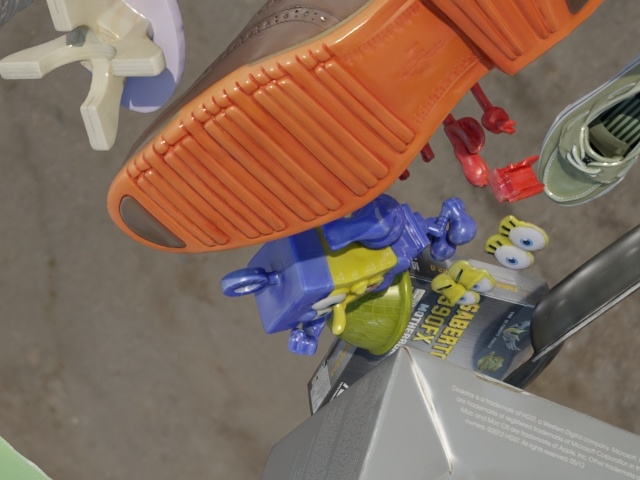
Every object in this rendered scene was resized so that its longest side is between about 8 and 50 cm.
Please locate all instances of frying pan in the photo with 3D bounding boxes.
[{"bbox_3d":[0.229,0.042,1.144,0.053,0.197,0.326,55,168,9],"label":"frying pan"}]

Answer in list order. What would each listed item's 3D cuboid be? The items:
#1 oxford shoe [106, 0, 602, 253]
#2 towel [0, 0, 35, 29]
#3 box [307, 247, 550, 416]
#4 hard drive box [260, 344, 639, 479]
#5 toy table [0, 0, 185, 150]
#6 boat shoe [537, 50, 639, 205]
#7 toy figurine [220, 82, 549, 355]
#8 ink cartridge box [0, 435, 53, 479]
[{"bbox_3d":[0.016,-0.121,0.902,0.363,0.133,0.130,-32,131,13],"label":"oxford shoe"},{"bbox_3d":[-0.205,-0.265,0.992,0.049,0.187,0.282,25,132,7],"label":"towel"},{"bbox_3d":[0.113,0.117,1.516,0.183,0.056,0.231,15,128,-20],"label":"box"},{"bbox_3d":[0.072,0.145,0.663,0.181,0.089,0.232,22,158,-7],"label":"hard drive box"},{"bbox_3d":[-0.304,-0.275,1.978,0.252,0.161,0.274,-9,118,29],"label":"toy table"},{"bbox_3d":[0.329,-0.125,1.665,0.109,0.094,0.302,41,143,5],"label":"boat shoe"},{"bbox_3d":[0.000,0.000,1.184,0.191,0.217,0.362,67,153,11],"label":"toy figurine"},{"bbox_3d":[-0.202,0.075,0.361,0.235,0.056,0.171,-30,116,34],"label":"ink cartridge box"}]
